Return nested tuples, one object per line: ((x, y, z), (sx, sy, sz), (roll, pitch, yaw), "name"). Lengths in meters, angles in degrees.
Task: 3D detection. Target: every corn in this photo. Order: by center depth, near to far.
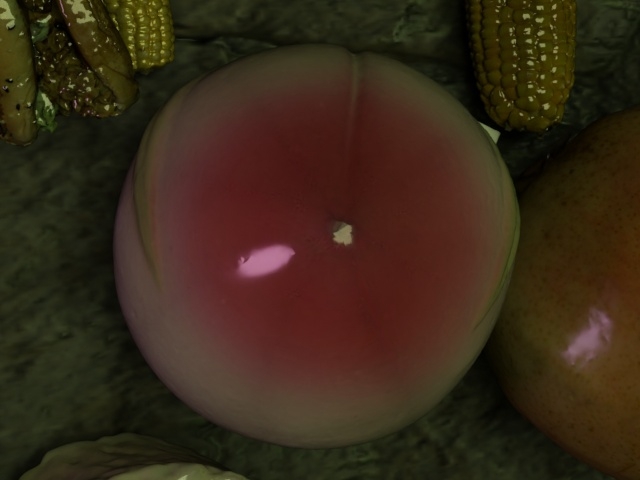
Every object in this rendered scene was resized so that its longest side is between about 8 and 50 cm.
((-0.155, -0.223, 1.266), (0.067, 0.067, 0.206), (-17, 99, -19), "corn")
((0.158, -0.237, 1.369), (0.102, 0.102, 0.313), (-5, 96, -20), "corn")

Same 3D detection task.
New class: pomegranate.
((0.269, 0.035, 1.322), (0.319, 0.319, 0.319), (0, 91, -20), "pomegranate")

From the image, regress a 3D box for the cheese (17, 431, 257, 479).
((-0.129, 0.320, 1.235), (0.292, 0.153, 0.332), (32, 79, -22), "cheese")

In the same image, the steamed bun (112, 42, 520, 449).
((0.000, 0.000, 1.185), (0.309, 0.309, 0.309), (0, 91, -20), "steamed bun")

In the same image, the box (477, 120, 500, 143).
((0.049, -0.011, 1.362), (0.122, 0.032, 0.220), (25, 83, -16), "box")

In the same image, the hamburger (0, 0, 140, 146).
((-0.209, -0.149, 1.200), (0.113, 0.185, 0.177), (-25, 61, -22), "hamburger")
